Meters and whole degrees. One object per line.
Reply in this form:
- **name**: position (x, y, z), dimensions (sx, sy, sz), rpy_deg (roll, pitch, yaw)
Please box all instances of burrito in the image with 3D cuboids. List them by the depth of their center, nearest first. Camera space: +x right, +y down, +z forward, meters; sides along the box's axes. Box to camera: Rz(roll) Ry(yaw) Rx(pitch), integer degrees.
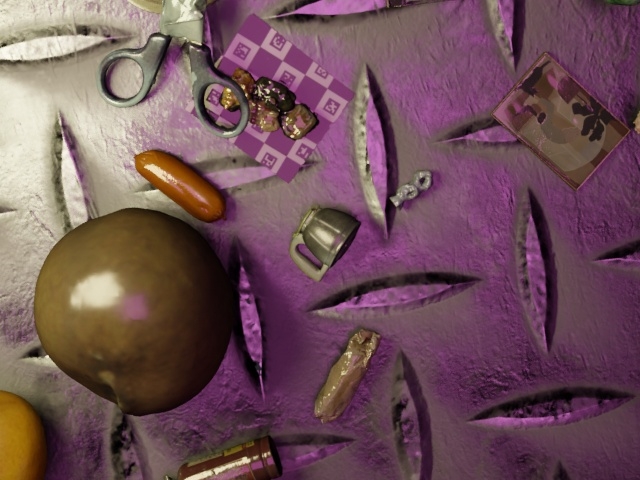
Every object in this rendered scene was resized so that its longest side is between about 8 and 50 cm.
- **burrito**: position (0.043, 0.235, 1.530), dimensions (0.058, 0.045, 0.188), rpy_deg (28, 100, 0)

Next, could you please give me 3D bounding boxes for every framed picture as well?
- **framed picture**: position (0.402, -0.197, 1.487), dimensions (0.201, 0.010, 0.136), rpy_deg (40, 95, -8)

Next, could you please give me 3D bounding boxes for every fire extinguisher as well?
- **fire extinguisher**: position (-0.192, 0.417, 1.520), dimensions (0.252, 0.106, 0.075), rpy_deg (-19, 120, 0)

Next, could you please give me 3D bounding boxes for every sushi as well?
- **sushi**: position (-0.081, -0.226, 1.437), dimensions (0.215, 0.050, 0.192), rpy_deg (36, 97, -9)

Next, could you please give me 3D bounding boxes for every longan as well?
- **longan**: position (-0.281, 0.107, 1.367), dimensions (0.319, 0.319, 0.319), rpy_deg (-1, 100, -3)

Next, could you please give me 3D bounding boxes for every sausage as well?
- **sausage**: position (-0.225, -0.091, 1.453), dimensions (0.183, 0.054, 0.062), rpy_deg (39, 68, -6)

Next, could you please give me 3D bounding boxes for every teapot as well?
- **teapot**: position (0.000, -0.002, 1.465), dimensions (0.091, 0.092, 0.124), rpy_deg (35, 91, 8)

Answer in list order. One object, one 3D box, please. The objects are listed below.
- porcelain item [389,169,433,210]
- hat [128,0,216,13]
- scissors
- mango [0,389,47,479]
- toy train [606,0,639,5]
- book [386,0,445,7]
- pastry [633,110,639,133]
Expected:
- **porcelain item**: position (0.155, -0.086, 1.485), dimensions (0.083, 0.028, 0.036), rpy_deg (-42, 97, 4)
- **hat**: position (-0.231, -0.471, 1.356), dimensions (0.252, 0.110, 0.252), rpy_deg (-1, 100, -3)
- **scissors**: position (-0.200, -0.348, 1.341), dimensions (0.256, 0.029, 0.383), rpy_deg (18, 120, 3)
- **mango**: position (-0.648, 0.403, 1.438), dimensions (0.446, 0.232, 0.300), rpy_deg (-30, 96, -5)
- **toy train**: position (0.524, -0.508, 1.370), dimensions (0.238, 0.167, 0.299), rpy_deg (4, 102, -14)
- **book**: position (0.212, -0.465, 1.424), dimensions (0.231, 0.026, 0.157), rpy_deg (-7, 98, -2)
- **pastry**: position (0.644, -0.246, 1.447), dimensions (0.265, 0.103, 0.112), rpy_deg (-7, 93, -3)
